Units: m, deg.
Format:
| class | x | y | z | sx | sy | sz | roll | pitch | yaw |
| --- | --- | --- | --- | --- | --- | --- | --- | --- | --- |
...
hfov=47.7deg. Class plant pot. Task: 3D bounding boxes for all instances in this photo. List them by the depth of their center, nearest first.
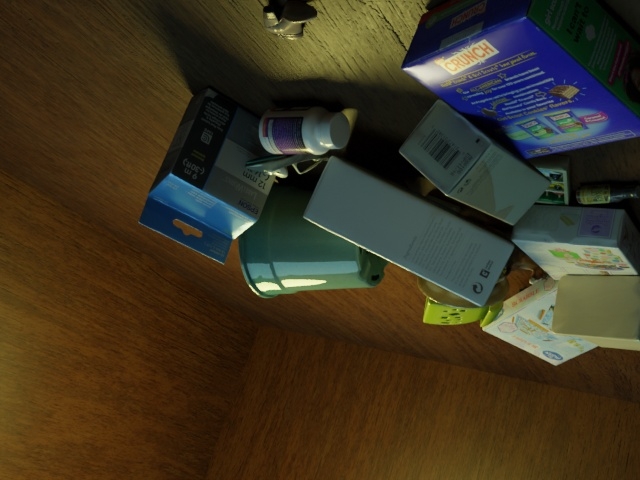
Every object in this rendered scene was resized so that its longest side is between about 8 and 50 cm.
| class | x | y | z | sx | sy | sz | roll | pitch | yaw |
| --- | --- | --- | --- | --- | --- | --- | --- | --- | --- |
| plant pot | 0.371 | 0.097 | 1.881 | 0.237 | 0.236 | 0.032 | 12 | 123 | 23 |
| plant pot | 0.000 | 0.000 | 2.020 | 0.334 | 0.340 | 0.341 | 1 | 156 | 27 |
| plant pot | 0.420 | 0.125 | 2.092 | 0.207 | 0.228 | 0.227 | 9 | 161 | 8 |

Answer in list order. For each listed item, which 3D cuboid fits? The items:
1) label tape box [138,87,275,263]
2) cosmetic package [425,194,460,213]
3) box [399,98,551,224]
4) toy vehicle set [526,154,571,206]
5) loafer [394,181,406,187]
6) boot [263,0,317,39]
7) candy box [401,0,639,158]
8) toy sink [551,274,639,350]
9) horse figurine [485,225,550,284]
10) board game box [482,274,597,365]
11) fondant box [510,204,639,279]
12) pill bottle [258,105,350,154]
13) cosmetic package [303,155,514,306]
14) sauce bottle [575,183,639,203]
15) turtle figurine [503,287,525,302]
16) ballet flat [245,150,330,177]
| class | x | y | z | sx | sy | sz | roll | pitch | yaw |
| --- | --- | --- | --- | --- | --- | --- | --- | --- | --- |
| label tape box | -0.250 | -0.151 | 1.743 | 0.249 | 0.347 | 0.115 | 29 | 160 | -28 |
| cosmetic package | 0.280 | -0.020 | 1.949 | 0.107 | 0.127 | 0.238 | 19 | 161 | -2 |
| box | 0.300 | -0.138 | 1.364 | 0.311 | 0.121 | 0.148 | 16 | -153 | -52 |
| toy vehicle set | 0.409 | -0.144 | 1.588 | 0.267 | 0.035 | 0.166 | 11 | 161 | 25 |
| loafer | 0.207 | -0.105 | 1.893 | 0.050 | 0.056 | 0.148 | 32 | 157 | 37 |
| boot | -0.049 | -0.396 | 1.320 | 0.119 | 0.042 | 0.087 | 13 | 168 | 22 |
| candy box | 0.337 | -0.270 | 1.148 | 0.317 | 0.122 | 0.268 | 28 | 162 | -29 |
| toy sink | 0.697 | 0.174 | 1.728 | 0.131 | 0.152 | 0.234 | 22 | 164 | -34 |
| horse figurine | 0.449 | 0.030 | 1.884 | 0.263 | 0.175 | 0.066 | 46 | 144 | 37 |
| board game box | 0.717 | 0.243 | 2.194 | 0.319 | 0.065 | 0.318 | 27 | 138 | -21 |
| fondant box | 0.622 | 0.018 | 1.698 | 0.238 | 0.096 | 0.330 | 6 | 166 | 37 |
| pill bottle | -0.034 | -0.247 | 1.628 | 0.194 | 0.108 | 0.108 | 6 | 158 | 37 |
| cosmetic package | 0.208 | -0.031 | 1.705 | 0.454 | 0.161 | 0.230 | 26 | -171 | 6 |
| sauce bottle | 0.602 | -0.099 | 1.516 | 0.128 | 0.042 | 0.042 | -4 | 151 | 47 |
| turtle figurine | 0.681 | 0.245 | 2.352 | 0.175 | 0.118 | 0.234 | 8 | 152 | 11 |
| ballet flat | -0.074 | -0.185 | 1.735 | 0.213 | 0.068 | 0.072 | -20 | -165 | -17 |
